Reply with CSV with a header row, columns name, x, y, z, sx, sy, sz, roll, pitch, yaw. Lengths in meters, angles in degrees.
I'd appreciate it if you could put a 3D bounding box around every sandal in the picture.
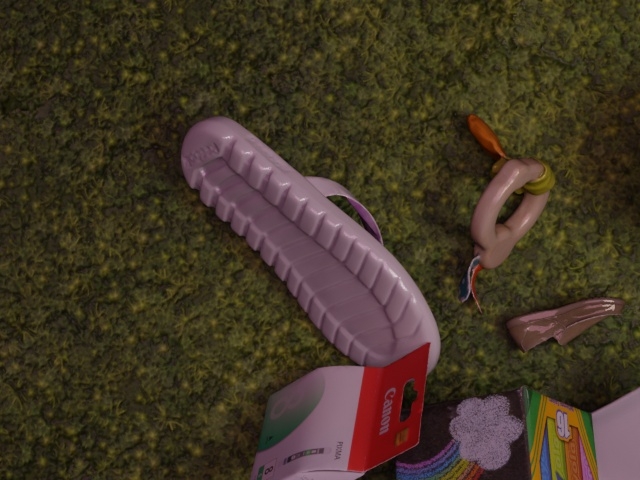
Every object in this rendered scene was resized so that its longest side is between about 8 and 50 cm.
name,x,y,z,sx,sy,sz,roll,pitch,yaw
sandal,0.008,-0.007,1.669,0.416,0.169,0.102,47,49,0

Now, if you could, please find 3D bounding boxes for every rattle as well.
name,x,y,z,sx,sy,sz,roll,pitch,yaw
rattle,0.186,-0.032,1.682,0.143,0.130,0.199,32,115,16

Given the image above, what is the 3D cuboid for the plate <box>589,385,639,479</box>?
name,x,y,z,sx,sy,sz,roll,pitch,yaw
plate,0.422,0.294,1.582,0.045,0.277,0.278,-30,83,-43

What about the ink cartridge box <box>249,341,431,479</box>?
name,x,y,z,sx,sy,sz,roll,pitch,yaw
ink cartridge box,0.020,0.208,1.582,0.225,0.181,0.056,-35,114,29

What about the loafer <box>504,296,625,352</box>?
name,x,y,z,sx,sy,sz,roll,pitch,yaw
loafer,0.302,0.102,1.672,0.148,0.056,0.050,-14,86,13

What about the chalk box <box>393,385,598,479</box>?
name,x,y,z,sx,sy,sz,roll,pitch,yaw
chalk box,0.204,0.331,1.533,0.180,0.179,0.288,-15,66,33
